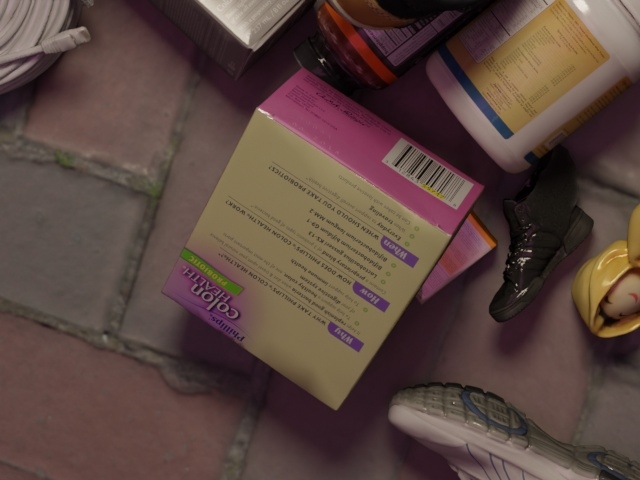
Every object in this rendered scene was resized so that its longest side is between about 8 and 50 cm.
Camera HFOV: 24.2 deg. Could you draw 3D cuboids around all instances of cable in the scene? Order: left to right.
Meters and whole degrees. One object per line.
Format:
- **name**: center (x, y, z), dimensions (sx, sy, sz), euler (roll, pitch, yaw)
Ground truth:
- **cable**: center (-0.368, -0.271, 1.518), dimensions (0.257, 0.089, 0.257), euler (-25, 92, 12)

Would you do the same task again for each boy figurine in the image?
- **boy figurine**: center (0.360, 0.004, 1.409), dimensions (0.285, 0.092, 0.177), euler (-24, 137, 24)

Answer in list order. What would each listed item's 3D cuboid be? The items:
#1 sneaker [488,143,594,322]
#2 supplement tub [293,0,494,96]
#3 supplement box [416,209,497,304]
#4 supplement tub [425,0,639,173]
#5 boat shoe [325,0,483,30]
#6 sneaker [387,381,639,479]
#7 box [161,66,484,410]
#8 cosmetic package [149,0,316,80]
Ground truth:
- **sneaker**: center (0.203, -0.008, 1.468), dimensions (0.089, 0.051, 0.170), euler (44, 82, -11)
- **supplement tub**: center (0.070, -0.219, 1.446), dimensions (0.198, 0.106, 0.106), euler (-37, 91, 13)
- **supplement box**: center (0.121, 0.009, 1.502), dimensions (0.098, 0.036, 0.062), euler (-38, 91, 12)
- **supplement tub**: center (0.215, -0.175, 1.408), dimensions (0.199, 0.144, 0.144), euler (-39, 90, 12)
- **boat shoe**: center (0.194, -0.376, 1.304), dimensions (0.500, 0.156, 0.187), euler (-49, 122, -14)
- **sneaker**: center (0.195, 0.242, 1.490), dimensions (0.297, 0.111, 0.129), euler (27, 107, 6)
- **box**: center (0.000, 0.000, 1.438), dimensions (0.213, 0.117, 0.243), euler (33, 123, 5)
- **cosmetic package**: center (-0.120, -0.286, 1.450), dimensions (0.238, 0.107, 0.127), euler (42, 73, -2)
